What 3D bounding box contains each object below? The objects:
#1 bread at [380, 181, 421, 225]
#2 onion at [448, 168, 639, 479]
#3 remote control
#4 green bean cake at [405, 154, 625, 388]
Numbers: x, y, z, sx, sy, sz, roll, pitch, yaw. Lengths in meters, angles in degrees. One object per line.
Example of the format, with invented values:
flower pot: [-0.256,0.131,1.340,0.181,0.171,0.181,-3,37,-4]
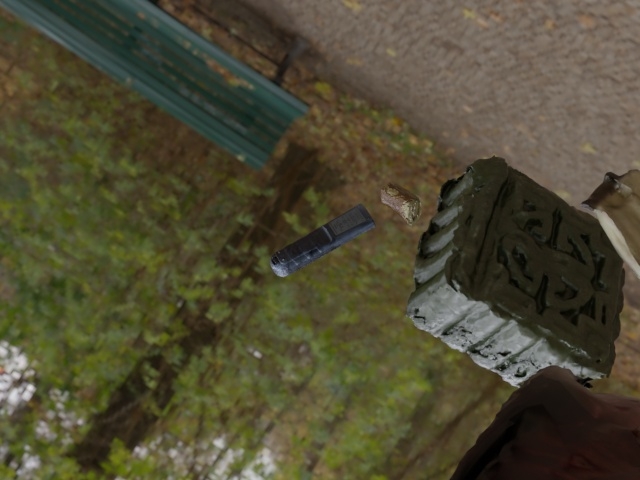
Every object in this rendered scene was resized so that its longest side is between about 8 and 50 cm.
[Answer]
bread: [0.127,-0.059,1.637,0.083,0.036,0.047,42,147,54]
onion: [0.139,0.184,0.358,0.230,0.256,0.272,24,151,24]
remote control: [0.001,0.001,1.437,0.043,0.152,0.027,54,171,49]
green bean cake: [0.248,0.043,1.315,0.255,0.241,0.132,33,142,-11]
